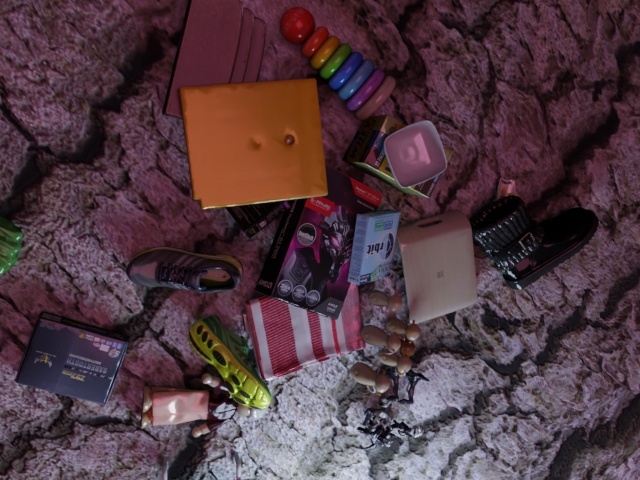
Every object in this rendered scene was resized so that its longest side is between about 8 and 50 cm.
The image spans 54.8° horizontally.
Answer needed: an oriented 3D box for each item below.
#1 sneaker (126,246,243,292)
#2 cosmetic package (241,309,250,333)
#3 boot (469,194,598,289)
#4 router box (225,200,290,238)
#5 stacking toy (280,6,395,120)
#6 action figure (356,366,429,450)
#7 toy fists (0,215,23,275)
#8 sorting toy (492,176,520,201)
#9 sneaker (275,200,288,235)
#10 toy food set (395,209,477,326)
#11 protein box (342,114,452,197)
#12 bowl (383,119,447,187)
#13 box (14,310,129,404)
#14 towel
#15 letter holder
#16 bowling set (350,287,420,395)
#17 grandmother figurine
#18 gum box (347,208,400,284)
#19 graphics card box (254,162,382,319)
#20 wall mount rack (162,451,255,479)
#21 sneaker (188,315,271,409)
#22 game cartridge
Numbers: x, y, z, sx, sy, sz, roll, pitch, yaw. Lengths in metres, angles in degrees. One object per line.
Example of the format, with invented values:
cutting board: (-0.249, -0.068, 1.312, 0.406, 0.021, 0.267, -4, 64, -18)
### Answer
sneaker: (-0.344, 0.081, 1.589, 0.300, 0.121, 0.111, 1, 99, -14)
cosmetic package: (-0.156, 0.213, 1.702, 0.115, 0.041, 0.060, -9, 102, -12)
boot: (0.622, -0.046, 1.789, 0.348, 0.131, 0.260, -39, 112, -4)
router box: (-0.181, -0.111, 1.577, 0.133, 0.046, 0.179, -38, 62, -4)
stacking toy: (0.032, -0.464, 1.583, 0.330, 0.141, 0.141, 40, 89, -13)
action figure: (0.209, 0.510, 1.798, 0.164, 0.141, 0.275, 20, 93, -28)
toy fists: (-0.829, 0.060, 1.482, 0.142, 0.096, 0.279, 40, 91, -7)
sorting toy: (0.543, -0.146, 1.811, 0.083, 0.045, 0.075, 9, 88, -24)
sneaker: (-0.061, -0.040, 1.661, 0.087, 0.083, 0.221, 11, 100, -22)
toy food set: (0.327, 0.083, 1.784, 0.220, 0.092, 0.305, -15, 111, -13)
protein box: (0.197, -0.223, 1.626, 0.201, 0.200, 0.135, 26, 92, -16)
bowl: (0.224, -0.211, 1.502, 0.142, 0.053, 0.141, -24, 104, -8)
box: (-0.635, 0.305, 1.591, 0.233, 0.059, 0.183, 21, 96, -16)
towel: (-0.032, 0.233, 1.708, 0.329, 0.037, 0.236, -15, 103, -22)
letter holder: (-0.245, -0.427, 1.508, 0.215, 0.152, 0.301, 13, 97, -18)
bowling set: (0.221, 0.285, 1.734, 0.200, 0.154, 0.286, 11, 90, -32)
grandmother figurine: (-0.308, 0.443, 1.683, 0.343, 0.104, 0.207, 4, 126, -17)
gum box: (0.144, 0.015, 1.645, 0.157, 0.041, 0.184, -10, 112, -52)
graphics card box: (0.000, 0.000, 1.614, 0.233, 0.094, 0.370, 25, 84, -36)
wall mount rack: (-0.330, 0.754, 1.720, 0.350, 0.130, 0.303, 0, 97, -14)
sneaker: (-0.220, 0.316, 1.639, 0.109, 0.123, 0.295, -38, 90, 36)
game cartridge: (-0.154, -0.229, 1.458, 0.324, 0.053, 0.285, -7, 96, -14)
